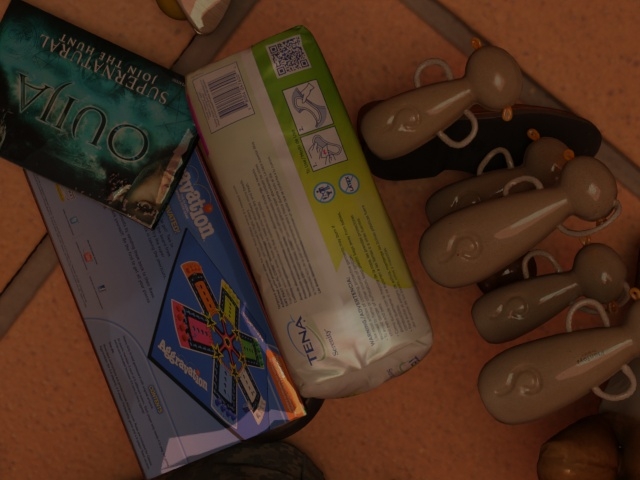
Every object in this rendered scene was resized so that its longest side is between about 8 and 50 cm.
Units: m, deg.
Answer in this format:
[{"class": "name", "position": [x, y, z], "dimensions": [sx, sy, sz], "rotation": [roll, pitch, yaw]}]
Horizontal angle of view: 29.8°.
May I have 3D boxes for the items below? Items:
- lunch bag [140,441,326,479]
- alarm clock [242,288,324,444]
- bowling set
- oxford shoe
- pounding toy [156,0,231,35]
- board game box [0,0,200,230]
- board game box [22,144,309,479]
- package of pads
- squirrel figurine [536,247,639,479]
[{"class": "lunch bag", "position": [-0.094, 0.303, 0.958], "dimensions": [0.256, 0.305, 0.212], "rotation": [-40, 101, 7]}, {"class": "alarm clock", "position": [-0.074, 0.119, 1.046], "dimensions": [0.192, 0.064, 0.129], "rotation": [-23, 102, 6]}, {"class": "bowling set", "position": [0.168, -0.013, 0.948], "dimensions": [0.154, 0.200, 0.287], "rotation": [-26, 84, 18]}, {"class": "oxford shoe", "position": [0.133, -0.095, 1.006], "dimensions": [0.212, 0.076, 0.076], "rotation": [2, 128, -16]}, {"class": "pounding toy", "position": [-0.162, -0.269, 0.909], "dimensions": [0.154, 0.155, 0.269], "rotation": [-42, 101, 1]}, {"class": "board game box", "position": [-0.193, -0.103, 0.983], "dimensions": [0.186, 0.026, 0.126], "rotation": [25, 87, 1]}, {"class": "board game box", "position": [-0.129, 0.041, 0.999], "dimensions": [0.145, 0.027, 0.281], "rotation": [-23, 84, 3]}, {"class": "package of pads", "position": [0.000, 0.000, 0.874], "dimensions": [0.101, 0.296, 0.229], "rotation": [-22, 82, 2]}, {"class": "squirrel figurine", "position": [0.411, 0.216, 0.923], "dimensions": [0.371, 0.281, 0.396], "rotation": [4, 126, 35]}]
